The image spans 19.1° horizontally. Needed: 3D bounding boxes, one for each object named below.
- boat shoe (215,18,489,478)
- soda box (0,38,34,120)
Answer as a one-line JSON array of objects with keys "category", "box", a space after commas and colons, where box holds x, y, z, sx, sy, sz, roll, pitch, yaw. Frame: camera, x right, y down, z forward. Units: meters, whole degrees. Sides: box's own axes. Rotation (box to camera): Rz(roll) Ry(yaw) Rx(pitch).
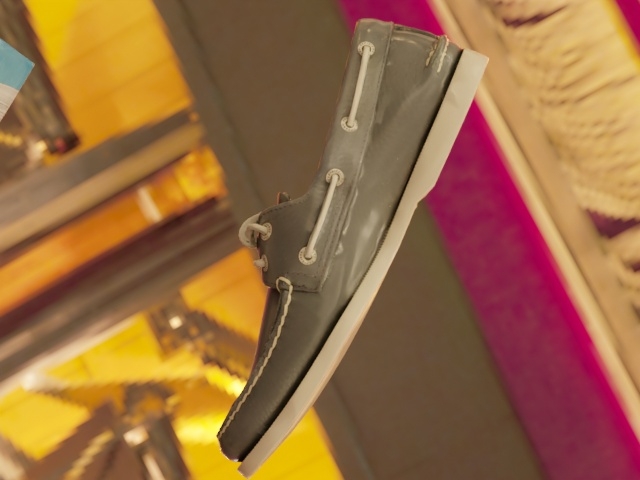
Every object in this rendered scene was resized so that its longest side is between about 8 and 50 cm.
[{"category": "boat shoe", "box": [0.000, 0.000, 1.248, 0.099, 0.319, 0.116, 28, -7, 1]}, {"category": "soda box", "box": [-0.250, -0.036, 1.093, 0.071, 0.067, 0.210, 37, 58, -19]}]
